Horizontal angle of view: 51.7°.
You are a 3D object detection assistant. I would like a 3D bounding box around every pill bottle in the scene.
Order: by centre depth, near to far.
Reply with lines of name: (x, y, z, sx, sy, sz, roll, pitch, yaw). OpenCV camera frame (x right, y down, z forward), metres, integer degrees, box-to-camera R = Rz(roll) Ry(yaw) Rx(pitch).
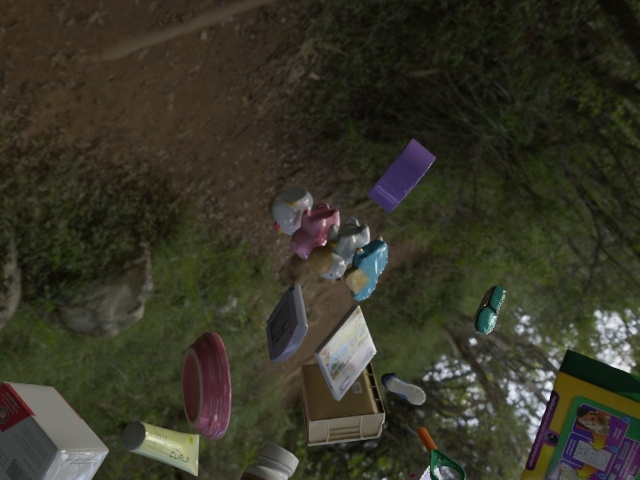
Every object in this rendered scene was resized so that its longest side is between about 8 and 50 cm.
pill bottle: (-0.152, 0.650, 1.701, 0.229, 0.131, 0.131, -60, -179, -30)

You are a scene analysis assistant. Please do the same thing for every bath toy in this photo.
bath toy: (0.000, 0.000, 1.511, 0.151, 0.348, 0.129, -24, 130, -27)

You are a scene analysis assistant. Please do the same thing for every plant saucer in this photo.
plant saucer: (-0.365, 0.452, 2.058, 0.084, 0.332, 0.332, 1, 149, -26)

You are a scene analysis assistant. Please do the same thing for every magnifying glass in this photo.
magnifying glass: (0.319, 0.593, 1.804, 0.092, 0.026, 0.231, -3, -158, -15)

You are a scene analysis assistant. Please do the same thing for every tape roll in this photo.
tape roll: (0.207, -0.167, 1.706, 0.189, 0.080, 0.189, -51, 179, -1)

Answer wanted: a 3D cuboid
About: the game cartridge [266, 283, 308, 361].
game cartridge: (-0.126, 0.320, 2.438, 0.062, 0.198, 0.297, 2, 145, -26)

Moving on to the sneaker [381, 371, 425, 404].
sneaker: (0.258, 0.464, 2.089, 0.058, 0.152, 0.084, -63, -159, 2)

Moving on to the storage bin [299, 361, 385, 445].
storage bin: (0.068, 0.552, 2.285, 0.260, 0.262, 0.123, -4, 124, -6)

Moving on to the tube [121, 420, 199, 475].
tube: (-0.327, 0.441, 1.421, 0.070, 0.062, 0.240, -54, 145, -9)

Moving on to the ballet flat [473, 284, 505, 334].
ballet flat: (0.416, 0.180, 1.656, 0.168, 0.057, 0.052, -49, -174, -37)

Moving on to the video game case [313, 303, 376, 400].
video game case: (0.081, 0.348, 2.058, 0.026, 0.206, 0.227, 9, -139, 40)

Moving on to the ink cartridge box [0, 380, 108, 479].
ink cartridge box: (-0.732, 0.581, 1.587, 0.384, 0.279, 0.160, -58, 149, 1)

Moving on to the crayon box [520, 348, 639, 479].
crayon box: (0.661, 0.471, 1.508, 0.106, 0.313, 0.363, -38, 141, -52)

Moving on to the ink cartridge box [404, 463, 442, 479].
ink cartridge box: (0.294, 0.871, 2.106, 0.069, 0.175, 0.371, -7, -164, 37)
